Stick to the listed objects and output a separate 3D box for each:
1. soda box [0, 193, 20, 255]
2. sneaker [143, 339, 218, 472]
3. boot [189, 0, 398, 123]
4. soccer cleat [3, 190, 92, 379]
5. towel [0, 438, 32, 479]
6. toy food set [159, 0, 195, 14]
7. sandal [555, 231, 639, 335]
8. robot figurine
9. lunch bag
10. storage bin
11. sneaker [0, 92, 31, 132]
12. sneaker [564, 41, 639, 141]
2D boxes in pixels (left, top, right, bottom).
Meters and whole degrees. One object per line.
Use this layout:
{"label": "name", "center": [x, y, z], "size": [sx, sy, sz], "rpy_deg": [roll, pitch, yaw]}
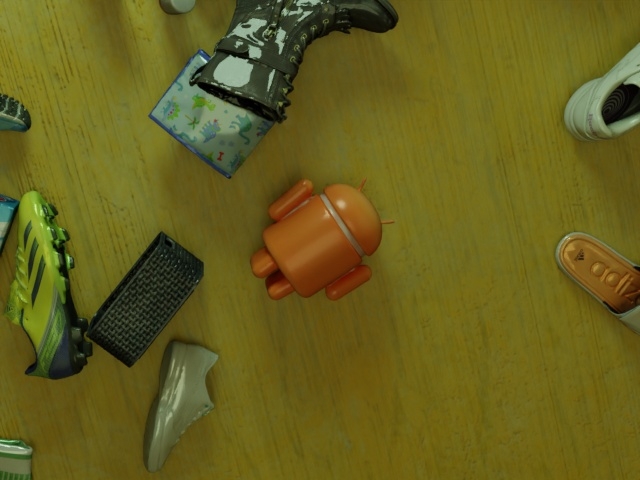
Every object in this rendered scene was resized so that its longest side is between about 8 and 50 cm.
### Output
{"label": "soda box", "center": [-0.518, 0.030, 1.883], "size": [0.071, 0.067, 0.210], "rpy_deg": [20, 99, -9]}
{"label": "sneaker", "center": [-0.214, 0.265, 1.960], "size": [0.094, 0.080, 0.212], "rpy_deg": [14, 99, -20]}
{"label": "boot", "center": [-0.036, -0.270, 1.812], "size": [0.263, 0.091, 0.229], "rpy_deg": [15, 70, 1]}
{"label": "soccer cleat", "center": [-0.425, 0.072, 1.889], "size": [0.121, 0.093, 0.289], "rpy_deg": [-9, 102, 3]}
{"label": "towel", "center": [-0.588, 0.453, 1.977], "size": [0.248, 0.038, 0.325], "rpy_deg": [10, 100, -8]}
{"label": "toy food set", "center": [-0.260, -0.399, 1.824], "size": [0.232, 0.104, 0.111], "rpy_deg": [24, 85, -28]}
{"label": "sandal", "center": [0.485, 0.083, 1.985], "size": [0.265, 0.076, 0.102], "rpy_deg": [31, 97, -11]}
{"label": "robot figurine", "center": [0.001, 0.001, 1.898], "size": [0.219, 0.128, 0.158], "rpy_deg": [-35, 68, 2]}
{"label": "lunch bag", "center": [-0.158, -0.188, 1.859], "size": [0.151, 0.096, 0.129], "rpy_deg": [36, 96, -21]}
{"label": "storage bin", "center": [-0.261, 0.087, 1.890], "size": [0.084, 0.122, 0.180], "rpy_deg": [37, 96, -11]}
{"label": "sneaker", "center": [-0.505, -0.177, 1.856], "size": [0.162, 0.063, 0.073], "rpy_deg": [8, 118, -3]}
{"label": "sneaker", "center": [0.509, -0.248, 1.883], "size": [0.305, 0.152, 0.114], "rpy_deg": [-43, 100, 2]}
